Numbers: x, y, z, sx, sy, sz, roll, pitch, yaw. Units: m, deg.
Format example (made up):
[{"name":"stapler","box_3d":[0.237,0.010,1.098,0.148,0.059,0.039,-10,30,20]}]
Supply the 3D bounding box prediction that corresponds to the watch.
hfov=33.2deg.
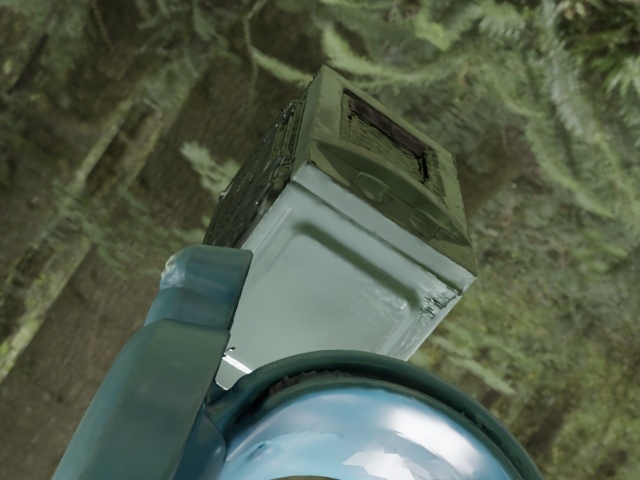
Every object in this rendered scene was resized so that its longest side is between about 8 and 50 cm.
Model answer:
[{"name":"watch","box_3d":[-0.004,0.120,0.414,0.193,0.211,0.211,23,-176,0]}]

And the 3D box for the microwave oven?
[{"name":"microwave oven","box_3d":[0.000,0.000,0.669,0.122,0.162,0.208,34,-159,-11]}]
